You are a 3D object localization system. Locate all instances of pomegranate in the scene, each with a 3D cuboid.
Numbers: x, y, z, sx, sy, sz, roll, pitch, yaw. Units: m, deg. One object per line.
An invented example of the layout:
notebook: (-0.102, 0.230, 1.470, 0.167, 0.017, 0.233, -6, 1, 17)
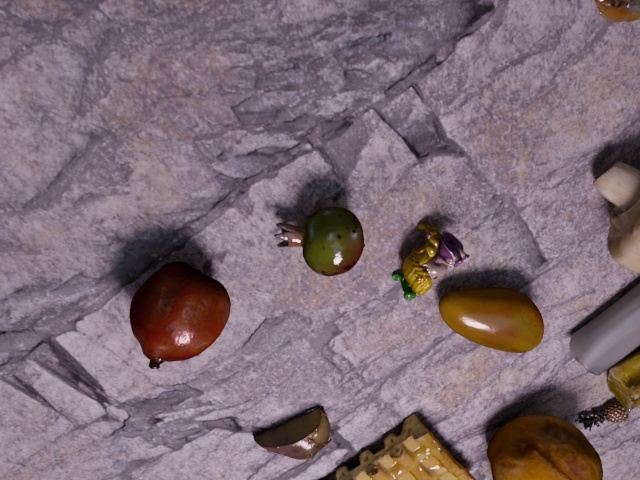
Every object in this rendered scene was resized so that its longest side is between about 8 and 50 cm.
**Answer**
pomegranate: (0.002, 0.007, 1.067, 0.160, 0.129, 0.129, -18, 120, 3)

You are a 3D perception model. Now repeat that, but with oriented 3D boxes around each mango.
mango: (0.368, 0.161, 1.251, 0.254, 0.113, 0.138, 19, 115, -15)

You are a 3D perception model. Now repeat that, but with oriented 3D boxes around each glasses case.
glasses case: (0.726, 0.191, 1.375, 0.308, 0.083, 0.128, -41, 125, 9)

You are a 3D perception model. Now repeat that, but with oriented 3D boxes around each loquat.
loquat: (0.541, 0.567, 1.412, 0.276, 0.276, 0.283, -14, 109, -7)

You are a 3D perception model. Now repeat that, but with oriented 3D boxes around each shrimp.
shrimp: (0.531, -0.447, 1.005, 0.188, 0.051, 0.132, 23, 109, -27)

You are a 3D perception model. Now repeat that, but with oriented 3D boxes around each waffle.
waffle: (0.188, 0.621, 1.466, 0.348, 0.077, 0.304, -36, 121, 5)

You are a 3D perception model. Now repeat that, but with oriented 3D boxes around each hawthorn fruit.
hawthorn fruit: (-0.253, 0.138, 1.035, 0.169, 0.169, 0.188, 29, 66, -26)

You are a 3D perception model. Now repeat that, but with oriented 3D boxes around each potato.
potato: (-0.052, 0.459, 1.310, 0.172, 0.089, 0.100, -22, 123, -4)

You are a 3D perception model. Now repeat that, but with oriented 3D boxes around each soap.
soap: (0.857, 0.288, 1.420, 0.315, 0.091, 0.199, -35, 146, 5)

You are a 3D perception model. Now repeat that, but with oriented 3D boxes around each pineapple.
pineapple: (0.736, 0.459, 1.535, 0.125, 0.058, 0.058, -13, 119, -2)

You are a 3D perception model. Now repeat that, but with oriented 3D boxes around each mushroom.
mushroom: (0.653, -0.073, 1.147, 0.234, 0.254, 0.260, 32, 70, 9)

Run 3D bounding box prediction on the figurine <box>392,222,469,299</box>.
figurine: (0.202, 0.040, 1.170, 0.095, 0.114, 0.156, -8, 147, -48)
